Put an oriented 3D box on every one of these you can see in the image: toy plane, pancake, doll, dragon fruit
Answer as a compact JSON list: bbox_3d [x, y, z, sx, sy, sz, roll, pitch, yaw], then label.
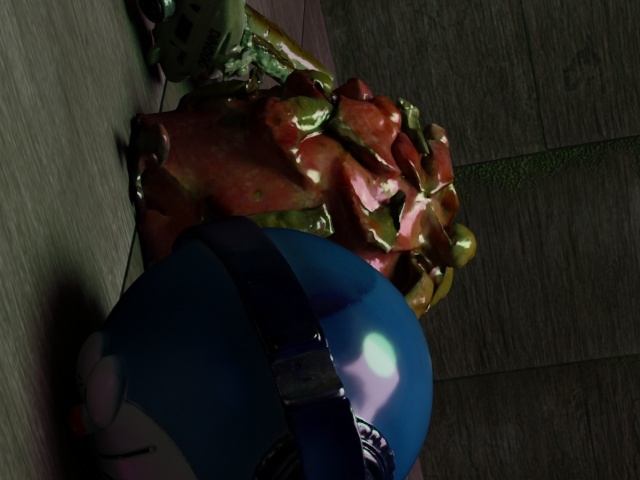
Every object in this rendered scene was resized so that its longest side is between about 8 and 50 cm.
[{"bbox_3d":[-0.084,-0.216,1.567,0.108,0.092,0.286,48,-36,14],"label":"toy plane"},{"bbox_3d":[-0.055,-0.200,1.855,0.197,0.054,0.376,42,6,11],"label":"pancake"},{"bbox_3d":[-0.039,0.138,1.212,0.284,0.240,0.310,-148,-136,-66],"label":"doll"},{"bbox_3d":[0.000,0.000,1.575,0.314,0.263,0.296,19,62,-83],"label":"dragon fruit"}]
